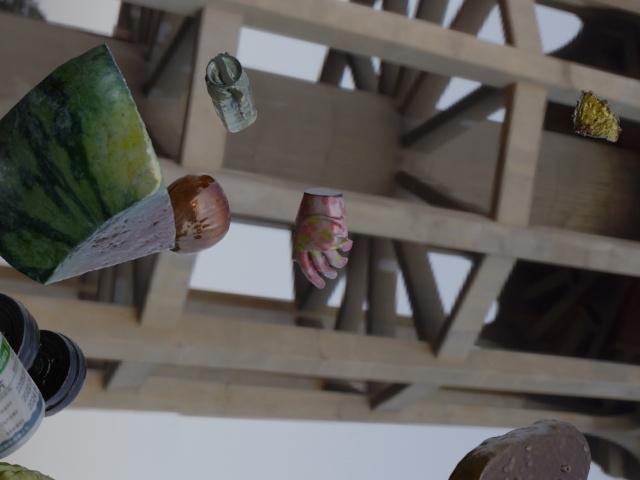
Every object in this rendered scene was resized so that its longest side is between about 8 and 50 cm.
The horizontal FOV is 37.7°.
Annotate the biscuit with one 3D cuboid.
[{"bbox_3d":[0.264,0.422,1.287,0.074,0.359,0.381,-2,-134,50],"label":"biscuit"}]

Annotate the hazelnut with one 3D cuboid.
[{"bbox_3d":[-0.247,-0.049,1.766,0.150,0.150,0.150,-172,-90,-68],"label":"hazelnut"}]

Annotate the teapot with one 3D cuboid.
[{"bbox_3d":[-0.163,-0.265,1.765,0.107,0.077,0.200,59,-6,14],"label":"teapot"}]

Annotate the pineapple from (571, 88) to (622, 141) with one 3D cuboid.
[{"bbox_3d":[0.470,-0.216,1.651,0.077,0.114,0.114,-45,-164,8],"label":"pineapple"}]

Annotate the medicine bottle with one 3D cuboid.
[{"bbox_3d":[-0.459,0.162,1.187,0.139,0.139,0.237,-120,-170,-56],"label":"medicine bottle"}]

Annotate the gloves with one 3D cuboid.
[{"bbox_3d":[-0.001,0.003,2.159,0.126,0.145,0.241,-61,154,-73],"label":"gloves"}]

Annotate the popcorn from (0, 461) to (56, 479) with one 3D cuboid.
[{"bbox_3d":[-0.395,0.352,1.159,0.173,0.173,0.142,133,-37,-54],"label":"popcorn"}]

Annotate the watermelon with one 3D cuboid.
[{"bbox_3d":[-0.297,-0.075,1.181,0.262,0.201,0.213,-35,-112,9],"label":"watermelon"}]

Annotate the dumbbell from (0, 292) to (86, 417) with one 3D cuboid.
[{"bbox_3d":[-0.603,0.233,1.862,0.388,0.185,0.185,65,20,-63],"label":"dumbbell"}]
